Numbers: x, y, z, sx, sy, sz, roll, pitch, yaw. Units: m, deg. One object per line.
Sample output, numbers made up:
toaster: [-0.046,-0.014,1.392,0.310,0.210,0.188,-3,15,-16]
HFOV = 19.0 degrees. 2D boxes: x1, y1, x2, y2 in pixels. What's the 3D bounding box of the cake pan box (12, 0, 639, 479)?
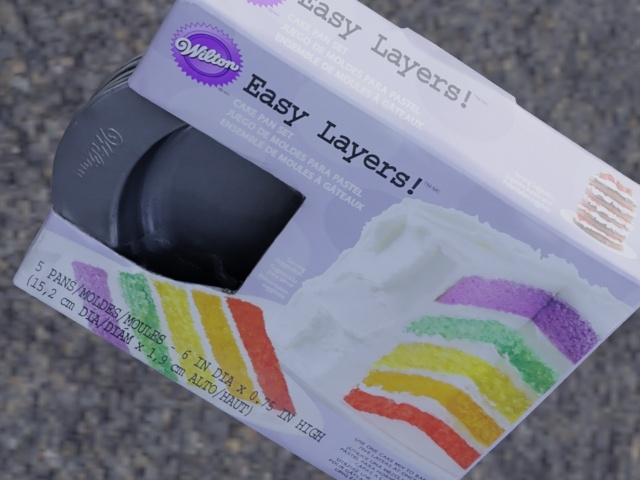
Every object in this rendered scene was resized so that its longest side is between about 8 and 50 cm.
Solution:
cake pan box: [0.000,0.000,0.945,0.267,0.246,0.070,33,44,-7]
